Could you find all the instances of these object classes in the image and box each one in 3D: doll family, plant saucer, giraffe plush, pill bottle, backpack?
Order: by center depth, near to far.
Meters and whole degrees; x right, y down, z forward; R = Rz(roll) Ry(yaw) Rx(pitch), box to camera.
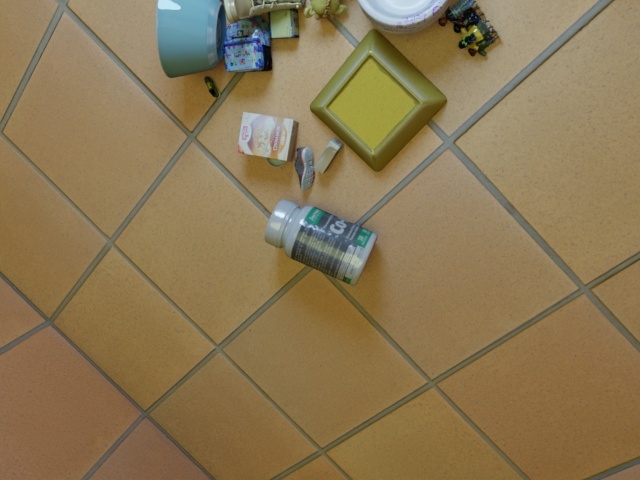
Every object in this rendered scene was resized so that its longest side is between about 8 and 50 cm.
[{"bbox_3d":[0.426,-0.619,1.352,0.111,0.076,0.193,-34,92,30],"label":"doll family"},{"bbox_3d":[0.019,-0.757,1.385,0.182,0.210,0.170,11,143,8],"label":"giraffe plush"},{"bbox_3d":[0.171,-0.435,1.494,0.333,0.081,0.333,43,116,-3],"label":"plant saucer"},{"bbox_3d":[-0.242,-0.642,1.522,0.158,0.117,0.173,5,111,16],"label":"backpack"},{"bbox_3d":[0.000,0.000,1.644,0.361,0.204,0.204,23,115,7],"label":"pill bottle"}]

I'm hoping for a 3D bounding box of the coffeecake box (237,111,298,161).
[{"bbox_3d":[-0.183,-0.359,1.621,0.186,0.068,0.142,12,98,13],"label":"coffeecake box"}]

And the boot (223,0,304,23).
[{"bbox_3d":[-0.160,-0.721,1.392,0.204,0.262,0.095,3,127,14],"label":"boot"}]

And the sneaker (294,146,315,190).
[{"bbox_3d":[-0.062,-0.257,1.657,0.065,0.061,0.157,21,117,38],"label":"sneaker"}]

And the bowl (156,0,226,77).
[{"bbox_3d":[-0.395,-0.669,1.480,0.163,0.311,0.311,7,113,-2],"label":"bowl"}]

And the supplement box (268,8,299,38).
[{"bbox_3d":[-0.117,-0.694,1.496,0.083,0.056,0.083,4,111,16],"label":"supplement box"}]

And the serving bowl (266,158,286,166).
[{"bbox_3d":[-0.153,-0.303,1.667,0.084,0.027,0.083,1,95,13],"label":"serving bowl"}]

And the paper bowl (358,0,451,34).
[{"bbox_3d":[0.240,-0.728,1.305,0.285,0.148,0.284,2,98,14],"label":"paper bowl"}]

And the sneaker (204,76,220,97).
[{"bbox_3d":[-0.385,-0.543,1.648,0.031,0.035,0.083,-31,99,24],"label":"sneaker"}]

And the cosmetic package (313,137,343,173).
[{"bbox_3d":[0.028,-0.291,1.604,0.041,0.060,0.115,35,118,2],"label":"cosmetic package"}]
